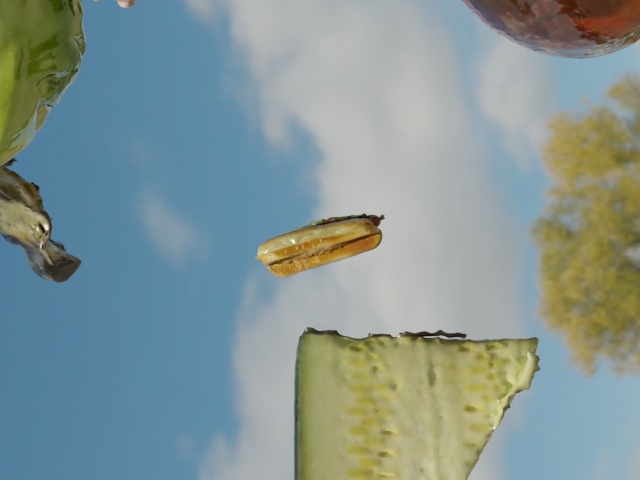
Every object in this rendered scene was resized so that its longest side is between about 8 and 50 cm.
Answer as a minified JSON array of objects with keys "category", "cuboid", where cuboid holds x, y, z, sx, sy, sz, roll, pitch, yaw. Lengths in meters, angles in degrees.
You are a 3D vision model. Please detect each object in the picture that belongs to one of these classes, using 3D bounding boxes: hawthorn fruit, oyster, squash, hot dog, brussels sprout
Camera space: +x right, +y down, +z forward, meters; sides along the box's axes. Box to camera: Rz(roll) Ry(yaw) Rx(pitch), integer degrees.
[{"category":"hawthorn fruit","cuboid":[0.206,-0.314,1.195,0.277,0.298,0.277,16,-90,-71]},{"category":"oyster","cuboid":[-0.368,-0.084,1.165,0.096,0.221,0.361,-54,-46,-5]},{"category":"squash","cuboid":[0.064,0.190,0.843,0.093,0.169,0.252,106,163,-67]},{"category":"hot dog","cuboid":[0.000,0.000,1.238,0.056,0.133,0.041,55,-157,-54]},{"category":"brussels sprout","cuboid":[-0.249,-0.154,0.822,0.161,0.223,0.223,-70,-31,-41]}]

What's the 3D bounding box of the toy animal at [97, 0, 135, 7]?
[{"category":"toy animal","cuboid":[-0.296,-0.399,1.770,0.250,0.166,0.154,-5,-52,-29]}]
